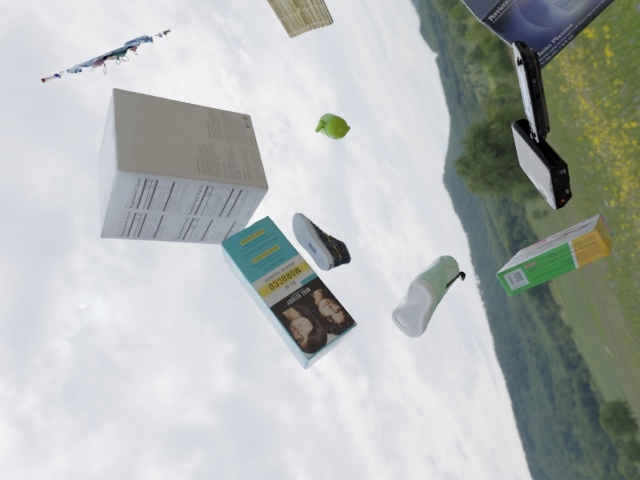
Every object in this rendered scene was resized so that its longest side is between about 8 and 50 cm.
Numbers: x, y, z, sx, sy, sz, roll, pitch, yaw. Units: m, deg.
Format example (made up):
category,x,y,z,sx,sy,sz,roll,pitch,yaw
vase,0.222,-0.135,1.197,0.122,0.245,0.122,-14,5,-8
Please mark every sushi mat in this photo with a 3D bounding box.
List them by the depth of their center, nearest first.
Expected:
category,x,y,z,sx,sy,sz,roll,pitch,yaw
sushi mat,-0.080,-0.696,1.357,0.316,0.152,0.019,38,-134,-65

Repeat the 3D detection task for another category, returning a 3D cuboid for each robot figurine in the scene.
category,x,y,z,sx,sy,sz,roll,pitch,yaw
robot figurine,0.036,-0.329,1.387,0.101,0.066,0.115,6,-160,-29

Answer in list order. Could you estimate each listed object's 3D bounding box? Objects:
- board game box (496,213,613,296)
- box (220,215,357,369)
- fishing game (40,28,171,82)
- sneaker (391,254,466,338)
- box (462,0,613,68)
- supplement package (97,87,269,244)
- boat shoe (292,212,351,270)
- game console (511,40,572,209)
category,x,y,z,sx,sy,sz,roll,pitch,yaw
board game box,0.606,0.030,1.226,0.317,0.242,0.064,-17,-103,-56
box,-0.057,0.080,0.790,0.244,0.101,0.060,49,157,20
fishing game,-0.423,-0.369,0.978,0.189,0.264,0.041,-126,12,-62
sneaker,0.264,0.138,1.168,0.151,0.255,0.094,-37,-113,-28
box,0.555,-0.643,1.204,0.294,0.296,0.182,15,-137,-35
supplement package,-0.272,-0.129,0.926,0.263,0.198,0.199,4,-126,-31
boat shoe,0.000,0.000,1.221,0.083,0.065,0.183,-10,-125,-39
game console,0.449,-0.248,1.019,0.213,0.044,0.361,-96,-20,-52
